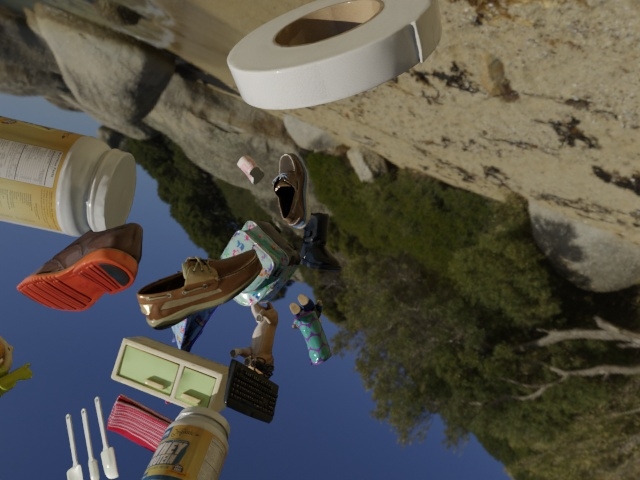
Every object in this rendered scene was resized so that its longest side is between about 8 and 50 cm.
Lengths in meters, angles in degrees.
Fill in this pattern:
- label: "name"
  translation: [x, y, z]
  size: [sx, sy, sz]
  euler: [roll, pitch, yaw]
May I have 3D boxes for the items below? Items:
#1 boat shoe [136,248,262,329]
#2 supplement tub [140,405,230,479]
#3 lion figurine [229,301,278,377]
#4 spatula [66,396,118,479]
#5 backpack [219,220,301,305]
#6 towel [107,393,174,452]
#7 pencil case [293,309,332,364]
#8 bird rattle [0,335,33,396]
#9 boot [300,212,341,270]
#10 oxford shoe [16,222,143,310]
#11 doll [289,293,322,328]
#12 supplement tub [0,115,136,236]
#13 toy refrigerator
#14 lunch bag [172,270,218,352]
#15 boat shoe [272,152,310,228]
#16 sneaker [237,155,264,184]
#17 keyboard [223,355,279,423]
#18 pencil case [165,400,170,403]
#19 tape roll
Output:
- label: "boat shoe"
  translation: [-0.306, 0.105, 1.216]
  size: [0.324, 0.120, 0.122]
  euler: [-28, -151, -8]
- label: "supplement tub"
  translation: [-0.275, 0.463, 0.995]
  size: [0.144, 0.144, 0.200]
  euler: [18, -146, -1]
- label: "lion figurine"
  translation: [-0.230, 0.378, 1.894]
  size: [0.142, 0.392, 0.240]
  euler: [15, 172, 28]
- label: "spatula"
  translation: [-0.685, 0.603, 1.420]
  size: [0.242, 0.168, 0.019]
  euler: [65, -166, 24]
- label: "backpack"
  translation: [-0.218, 0.088, 1.592]
  size: [0.225, 0.254, 0.191]
  euler: [43, -158, 18]
- label: "towel"
  translation: [-0.483, 0.512, 1.320]
  size: [0.198, 0.275, 0.031]
  euler: [31, -132, -7]
- label: "pencil case"
  translation: [-0.022, 0.275, 1.376]
  size: [0.070, 0.152, 0.064]
  euler: [-21, -175, 4]
- label: "bird rattle"
  translation: [-0.977, 0.344, 1.388]
  size: [0.253, 0.143, 0.207]
  euler: [48, -173, -39]
- label: "boot"
  translation: [0.000, 0.000, 1.803]
  size: [0.094, 0.207, 0.246]
  euler: [5, -176, -31]
- label: "oxford shoe"
  translation: [-0.387, 0.045, 0.791]
  size: [0.271, 0.098, 0.097]
  euler: [-16, 136, 26]
- label: "doll"
  translation: [-0.043, 0.240, 1.568]
  size: [0.046, 0.129, 0.189]
  euler: [39, 172, 32]
- label: "supplement tub"
  translation: [-0.598, -0.135, 1.070]
  size: [0.316, 0.228, 0.228]
  euler: [12, -170, -6]
- label: "toy refrigerator"
  translation: [-0.349, 0.318, 1.147]
  size: [0.269, 0.102, 0.094]
  euler: [16, 176, 13]
- label: "lunch bag"
  translation: [-0.564, 0.314, 2.027]
  size: [0.138, 0.293, 0.221]
  euler: [14, -159, -37]
- label: "boat shoe"
  translation: [-0.066, -0.119, 1.059]
  size: [0.066, 0.183, 0.066]
  euler: [-27, 154, 30]
- label: "sneaker"
  translation: [-0.221, -0.228, 1.529]
  size: [0.070, 0.051, 0.134]
  euler: [46, 175, 11]
- label: "keyboard"
  translation: [-0.101, 0.244, 0.812]
  size: [0.038, 0.100, 0.192]
  euler: [-4, 152, 15]
- label: "pencil case"
  translation: [-0.487, 0.523, 1.746]
  size: [0.095, 0.209, 0.098]
  euler: [34, -138, -41]
- label: "tape roll"
  translation: [0.022, -0.362, 0.877]
  size: [0.391, 0.072, 0.392]
  euler: [-14, -143, 11]
